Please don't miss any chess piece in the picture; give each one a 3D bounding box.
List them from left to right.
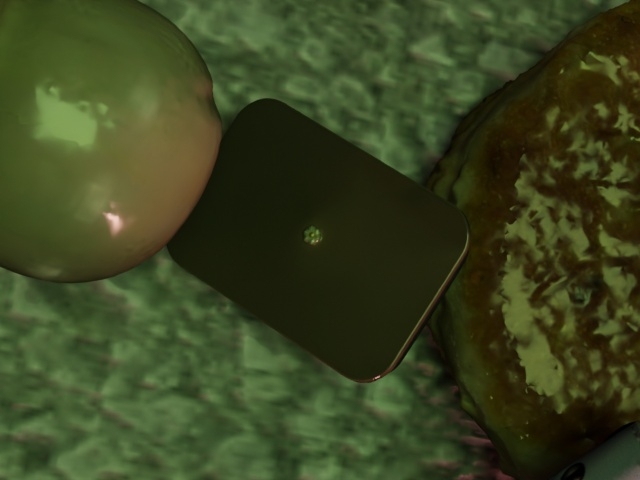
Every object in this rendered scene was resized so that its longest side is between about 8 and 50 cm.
[{"bbox_3d":[-0.197,-0.087,0.504,0.330,0.182,0.182,26,82,-18],"label":"chess piece"}]

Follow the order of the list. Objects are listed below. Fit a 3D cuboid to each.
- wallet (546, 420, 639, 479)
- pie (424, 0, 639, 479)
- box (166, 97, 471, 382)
[{"bbox_3d":[0.094,0.193,0.589,0.231,0.069,0.170,-36,111,11],"label":"wallet"},{"bbox_3d":[0.204,0.009,0.638,0.315,0.092,0.315,1,87,-13],"label":"pie"},{"bbox_3d":[0.000,0.000,0.584,0.126,0.031,0.091,31,90,18],"label":"box"}]
